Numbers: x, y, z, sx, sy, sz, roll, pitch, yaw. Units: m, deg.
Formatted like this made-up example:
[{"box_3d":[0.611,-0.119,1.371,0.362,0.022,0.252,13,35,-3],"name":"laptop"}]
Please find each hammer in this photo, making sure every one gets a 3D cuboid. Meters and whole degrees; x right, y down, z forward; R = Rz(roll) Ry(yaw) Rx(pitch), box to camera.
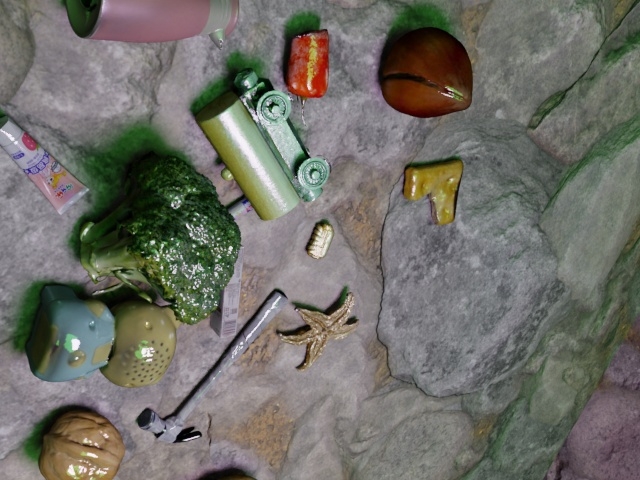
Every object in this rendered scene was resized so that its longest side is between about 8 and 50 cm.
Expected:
[{"box_3d":[-0.223,0.280,1.546,0.427,0.044,0.152,-51,132,-3],"name":"hammer"}]

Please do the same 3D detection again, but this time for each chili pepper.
[{"box_3d":[-0.026,-0.318,1.352,0.086,0.084,0.192,-2,110,-16],"name":"chili pepper"}]

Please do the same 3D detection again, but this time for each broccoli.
[{"box_3d":[-0.285,0.012,1.243,0.283,0.303,0.321,-12,122,6],"name":"broccoli"}]

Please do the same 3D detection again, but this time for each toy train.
[{"box_3d":[-0.106,-0.175,1.327,0.189,0.126,0.307,-41,125,-14],"name":"toy train"}]

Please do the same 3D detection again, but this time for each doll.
[{"box_3d":[-0.399,0.189,1.299,0.261,0.161,0.177,12,104,-36],"name":"doll"}]

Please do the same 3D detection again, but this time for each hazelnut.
[{"box_3d":[0.237,-0.341,1.443,0.208,0.208,0.208,-16,121,-28],"name":"hazelnut"}]

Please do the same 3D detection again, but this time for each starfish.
[{"box_3d":[-0.001,0.220,1.669,0.227,0.043,0.240,17,106,-37],"name":"starfish"}]

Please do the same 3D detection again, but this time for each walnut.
[{"box_3d":[-0.479,0.424,1.381,0.167,0.149,0.166,8,74,-32],"name":"walnut"}]

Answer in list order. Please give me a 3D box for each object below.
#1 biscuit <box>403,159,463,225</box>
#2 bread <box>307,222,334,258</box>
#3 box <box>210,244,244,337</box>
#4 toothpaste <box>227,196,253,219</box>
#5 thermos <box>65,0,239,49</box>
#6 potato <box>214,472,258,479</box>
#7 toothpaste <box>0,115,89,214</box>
[{"box_3d":[0.274,-0.113,1.695,0.183,0.039,0.174,-8,119,-32],"name":"biscuit"},{"box_3d":[0.000,0.000,1.564,0.049,0.034,0.088,14,101,-24],"name":"bread"},{"box_3d":[-0.199,0.101,1.462,0.040,0.055,0.218,-8,117,-33],"name":"box"},{"box_3d":[-0.156,-0.073,1.422,0.170,0.028,0.045,-35,121,-18],"name":"toothpaste"},{"box_3d":[-0.261,-0.404,1.118,0.265,0.146,0.176,-9,92,-41],"name":"thermos"},{"box_3d":[-0.260,0.671,1.624,0.307,0.173,0.210,-29,162,-28],"name":"potato"},{"box_3d":[-0.478,-0.126,1.165,0.067,0.043,0.194,-45,136,-12],"name":"toothpaste"}]
